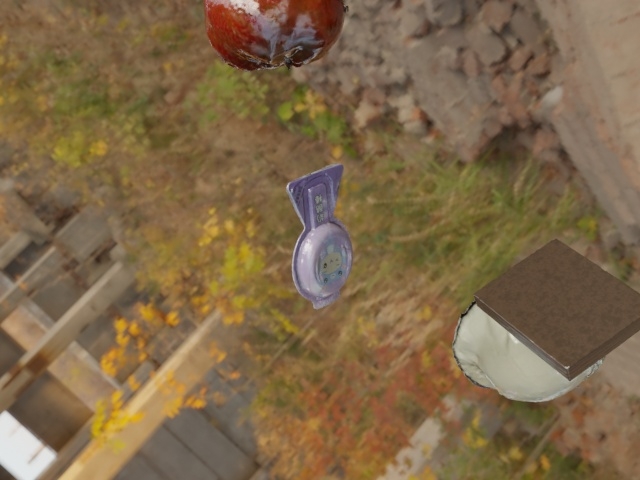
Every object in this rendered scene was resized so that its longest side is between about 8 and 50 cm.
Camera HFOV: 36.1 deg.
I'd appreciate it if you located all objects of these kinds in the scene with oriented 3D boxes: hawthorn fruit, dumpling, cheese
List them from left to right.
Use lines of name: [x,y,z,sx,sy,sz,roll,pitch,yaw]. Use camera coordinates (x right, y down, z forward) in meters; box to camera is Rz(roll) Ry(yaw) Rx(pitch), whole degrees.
hawthorn fruit: [-0.064,-0.316,1.246,0.185,0.185,0.202,154,106,-73]
cheese: [0.000,0.000,1.274,0.042,0.105,0.190,19,125,45]
dumpling: [0.271,0.124,1.298,0.172,0.142,0.247,34,133,-15]

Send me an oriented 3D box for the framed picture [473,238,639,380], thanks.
framed picture: [0.274,0.074,1.113,0.168,0.128,0.023,43,161,50]
